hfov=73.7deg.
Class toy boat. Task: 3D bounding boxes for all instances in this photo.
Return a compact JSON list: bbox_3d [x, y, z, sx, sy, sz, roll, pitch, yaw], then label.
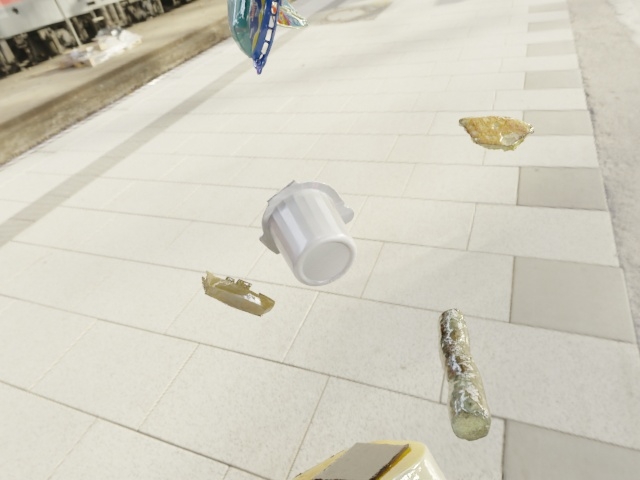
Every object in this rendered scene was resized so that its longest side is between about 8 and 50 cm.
[{"bbox_3d":[-0.058,-0.295,0.537,0.110,0.175,0.091,3,7,-36],"label":"toy boat"},{"bbox_3d":[-0.218,0.137,1.137,0.206,0.064,0.072,28,35,-18],"label":"toy boat"}]

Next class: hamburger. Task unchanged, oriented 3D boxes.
[{"bbox_3d":[0.065,0.414,0.639,0.295,0.152,0.227,-12,-5,-37],"label":"hamburger"}]

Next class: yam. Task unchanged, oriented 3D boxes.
[{"bbox_3d":[0.219,0.197,0.679,0.061,0.061,0.253,-3,23,11],"label":"yam"}]

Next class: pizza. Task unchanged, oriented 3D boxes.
[{"bbox_3d":[0.380,-0.233,0.934,0.160,0.036,0.099,10,61,20],"label":"pizza"}]

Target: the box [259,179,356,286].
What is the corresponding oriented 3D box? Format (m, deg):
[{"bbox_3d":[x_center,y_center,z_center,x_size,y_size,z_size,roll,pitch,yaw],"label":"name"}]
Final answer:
[{"bbox_3d":[0.000,0.000,1.181,0.291,0.262,0.206,0,40,-26],"label":"box"}]
